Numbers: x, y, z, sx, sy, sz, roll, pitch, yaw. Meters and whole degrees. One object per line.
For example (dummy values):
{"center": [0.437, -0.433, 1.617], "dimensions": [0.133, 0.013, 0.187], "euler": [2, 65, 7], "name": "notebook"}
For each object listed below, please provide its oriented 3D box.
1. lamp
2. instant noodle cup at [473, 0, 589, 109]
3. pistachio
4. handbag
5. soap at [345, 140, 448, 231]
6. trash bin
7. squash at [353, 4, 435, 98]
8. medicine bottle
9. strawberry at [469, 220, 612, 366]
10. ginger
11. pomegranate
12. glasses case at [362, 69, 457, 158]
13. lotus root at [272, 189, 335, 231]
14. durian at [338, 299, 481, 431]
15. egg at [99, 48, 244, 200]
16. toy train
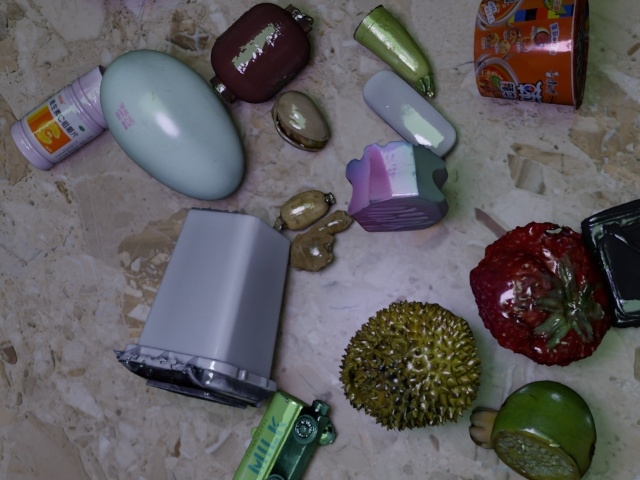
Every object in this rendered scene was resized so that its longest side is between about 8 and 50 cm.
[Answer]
{"center": [-0.127, -0.404, 1.833], "dimensions": [0.258, 0.180, 0.180], "euler": [-42, 75, 2], "name": "lamp"}
{"center": [0.416, -0.380, 1.674], "dimensions": [0.192, 0.250, 0.250], "euler": [4, 82, 23], "name": "instant noodle cup"}
{"center": [-0.043, -0.255, 1.825], "dimensions": [0.113, 0.113, 0.149], "euler": [-42, 90, 4], "name": "pistachio"}
{"center": [0.657, 0.030, 1.629], "dimensions": [0.275, 0.088, 0.244], "euler": [-15, 75, 12], "name": "handbag"}
{"center": [0.148, -0.097, 1.638], "dimensions": [0.192, 0.324, 0.109], "euler": [-4, 79, 12], "name": "soap"}
{"center": [-0.214, 0.129, 1.702], "dimensions": [0.255, 0.296, 0.368], "euler": [6, 75, 29], "name": "trash bin"}
{"center": [0.169, -0.388, 1.805], "dimensions": [0.094, 0.094, 0.224], "euler": [-41, 81, 4], "name": "squash"}
{"center": [-0.561, -0.276, 1.926], "dimensions": [0.249, 0.133, 0.133], "euler": [-32, 76, 5], "name": "medicine bottle"}
{"center": [0.404, 0.100, 1.614], "dimensions": [0.274, 0.220, 0.274], "euler": [2, 86, -23], "name": "strawberry"}
{"center": [0.004, 0.006, 1.786], "dimensions": [0.165, 0.067, 0.096], "euler": [-40, 52, 5], "name": "ginger"}
{"center": [0.410, 0.356, 1.607], "dimensions": [0.190, 0.241, 0.159], "euler": [38, 55, -6], "name": "pomegranate"}
{"center": [0.186, -0.264, 1.790], "dimensions": [0.233, 0.059, 0.092], "euler": [43, 94, 14], "name": "glasses case"}
{"center": [-0.041, -0.063, 1.810], "dimensions": [0.152, 0.063, 0.072], "euler": [-31, 78, 4], "name": "lotus root"}
{"center": [0.161, 0.242, 1.630], "dimensions": [0.293, 0.258, 0.258], "euler": [-14, 74, 55], "name": "durian"}
{"center": [-0.309, -0.241, 1.806], "dimensions": [0.230, 0.230, 0.371], "euler": [-43, 92, 4], "name": "egg"}
{"center": [-0.082, 0.424, 1.735], "dimensions": [0.157, 0.105, 0.253], "euler": [26, 88, 29], "name": "toy train"}
